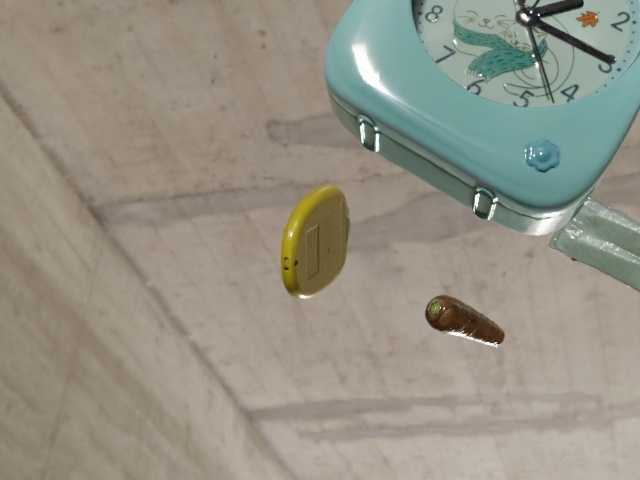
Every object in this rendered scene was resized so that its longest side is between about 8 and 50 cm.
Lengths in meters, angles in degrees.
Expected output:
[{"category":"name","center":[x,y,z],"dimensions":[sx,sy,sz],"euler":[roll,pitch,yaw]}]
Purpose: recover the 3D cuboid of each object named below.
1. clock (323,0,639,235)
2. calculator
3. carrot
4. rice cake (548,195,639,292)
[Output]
[{"category":"clock","center":[0.155,-0.158,0.732],"dimensions":[0.224,0.274,0.094],"euler":[35,-12,13]},{"category":"calculator","center":[0.000,0.000,1.322],"dimensions":[0.032,0.235,0.146],"euler":[6,-71,22]},{"category":"carrot","center":[0.214,0.120,1.399],"dimensions":[0.055,0.055,0.162],"euler":[-29,-35,35]},{"category":"rice cake","center":[0.390,0.024,1.162],"dimensions":[0.040,0.226,0.085],"euler":[11,-72,-56]}]
